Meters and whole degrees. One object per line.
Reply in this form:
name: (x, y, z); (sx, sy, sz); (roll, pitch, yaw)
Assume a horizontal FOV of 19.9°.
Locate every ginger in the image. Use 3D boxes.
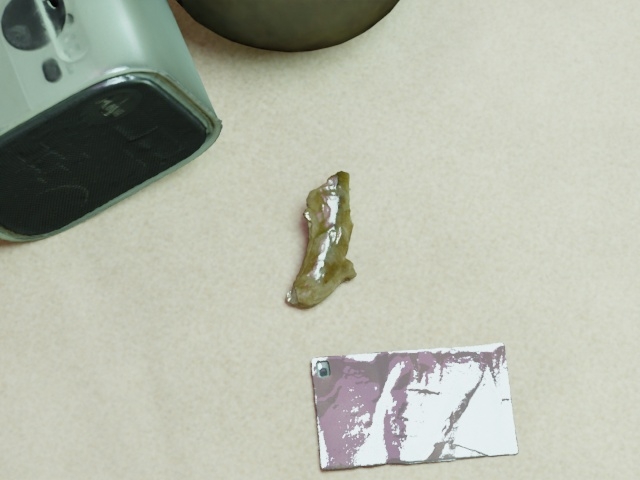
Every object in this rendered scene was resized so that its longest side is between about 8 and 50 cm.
ginger: (0.006, 0.001, 1.779); (0.057, 0.044, 0.137); (21, 73, -38)

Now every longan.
longan: (-0.029, -0.328, 1.782); (0.297, 0.297, 0.297); (0, 68, 1)

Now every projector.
projector: (-0.268, -0.175, 1.725); (0.249, 0.248, 0.249); (-27, 69, 9)

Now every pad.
pad: (0.089, 0.158, 1.734); (0.188, 0.006, 0.113); (-5, 67, -3)
